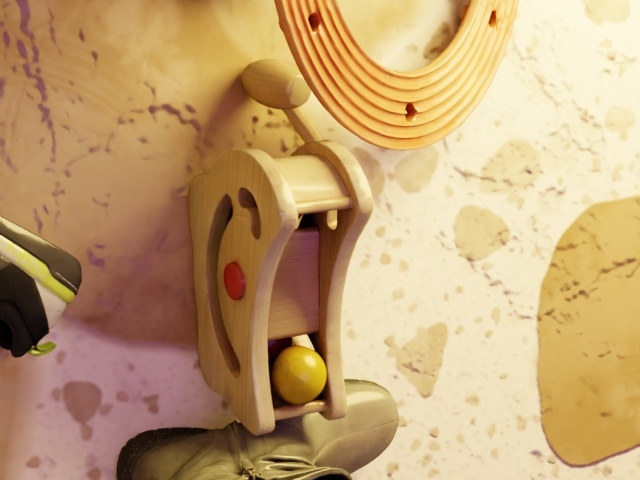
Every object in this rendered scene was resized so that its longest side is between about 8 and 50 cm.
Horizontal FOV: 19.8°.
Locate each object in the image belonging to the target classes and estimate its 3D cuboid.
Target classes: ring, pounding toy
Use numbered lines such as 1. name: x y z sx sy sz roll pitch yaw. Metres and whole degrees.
1. ring: 0.058 -0.236 1.386 0.337 0.032 0.336 -10 102 -52
2. pounding toy: 0.000 0.000 1.365 0.155 0.154 0.269 -8 100 -29

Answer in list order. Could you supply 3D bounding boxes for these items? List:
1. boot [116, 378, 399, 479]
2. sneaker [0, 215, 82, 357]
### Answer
1. boot: -0.017 0.173 1.370 0.247 0.161 0.083 -12 102 -28
2. sneaker: -0.268 0.011 1.254 0.235 0.084 0.097 31 83 -28
